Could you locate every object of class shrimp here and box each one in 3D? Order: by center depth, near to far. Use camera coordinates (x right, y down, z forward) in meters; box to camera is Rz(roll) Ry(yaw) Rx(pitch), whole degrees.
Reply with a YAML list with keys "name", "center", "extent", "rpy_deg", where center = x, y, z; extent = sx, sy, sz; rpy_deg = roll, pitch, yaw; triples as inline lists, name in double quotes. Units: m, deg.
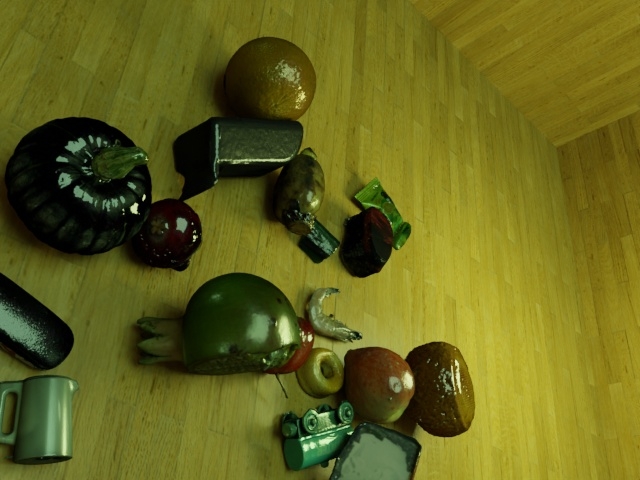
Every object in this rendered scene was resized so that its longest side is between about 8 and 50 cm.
- name: "shrimp"
  center: [0.044, 0.219, 1.872]
  extent: [0.219, 0.046, 0.152]
  rpy_deg: [30, 53, -34]

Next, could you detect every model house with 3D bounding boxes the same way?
- name: "model house"
  center: [0.131, 0.670, 1.641]
  extent: [0.271, 0.190, 0.300]
  rpy_deg: [-57, 154, -47]

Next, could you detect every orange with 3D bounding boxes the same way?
- name: "orange"
  center: [-0.146, -0.456, 1.854]
  extent: [0.274, 0.274, 0.274]
  rpy_deg: [25, 53, -38]

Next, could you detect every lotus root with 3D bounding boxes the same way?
- name: "lotus root"
  center: [-0.064, -0.148, 1.855]
  extent: [0.142, 0.169, 0.314]
  rpy_deg: [16, 53, -14]

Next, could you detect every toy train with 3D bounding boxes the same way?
- name: "toy train"
  center: [0.001, 0.500, 1.638]
  extent: [0.248, 0.101, 0.159]
  rpy_deg: [2, 78, -48]

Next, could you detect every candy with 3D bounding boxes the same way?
- name: "candy"
  center: [0.220, -0.094, 2.218]
  extent: [0.246, 0.069, 0.149]
  rpy_deg: [56, 44, -17]

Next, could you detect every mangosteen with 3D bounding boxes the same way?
- name: "mangosteen"
  center: [-0.346, -0.010, 1.484]
  extent: [0.180, 0.166, 0.166]
  rpy_deg: [37, 40, -67]

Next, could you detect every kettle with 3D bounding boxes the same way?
- name: "kettle"
  center: [-0.514, 0.328, 1.169]
  extent: [0.098, 0.127, 0.147]
  rpy_deg: [58, 21, -64]

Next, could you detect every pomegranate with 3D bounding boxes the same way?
- name: "pomegranate"
  center: [-0.222, 0.180, 1.417]
  extent: [0.359, 0.309, 0.216]
  rpy_deg: [2, 73, -9]

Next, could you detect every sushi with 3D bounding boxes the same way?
- name: "sushi"
  center: [0.150, 0.007, 2.048]
  extent: [0.136, 0.126, 0.225]
  rpy_deg: [34, 42, -30]

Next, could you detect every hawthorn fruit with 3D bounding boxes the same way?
- name: "hawthorn fruit"
  center: [-0.103, 0.283, 1.612]
  extent: [0.163, 0.163, 0.203]
  rpy_deg: [27, 69, -36]

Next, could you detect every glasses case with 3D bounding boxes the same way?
- name: "glasses case"
  center: [-0.584, 0.140, 1.198]
  extent: [0.266, 0.067, 0.103]
  rpy_deg: [46, 44, -22]

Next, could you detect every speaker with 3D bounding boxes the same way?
- name: "speaker"
  center: [-0.215, -0.218, 1.728]
  extent: [0.388, 0.180, 0.184]
  rpy_deg: [-10, 85, -49]

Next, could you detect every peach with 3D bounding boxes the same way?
- name: "peach"
  center: [0.148, 0.393, 1.781]
  extent: [0.233, 0.233, 0.232]
  rpy_deg: [25, 53, -38]

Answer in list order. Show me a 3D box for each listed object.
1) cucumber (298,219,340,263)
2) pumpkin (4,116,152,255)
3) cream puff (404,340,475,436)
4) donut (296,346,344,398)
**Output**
- name: "cucumber"
  center: [0.000, 0.000, 1.930]
  extent: [0.115, 0.062, 0.116]
  rpy_deg: [44, 42, -18]
- name: "pumpkin"
  center: [-0.472, -0.122, 1.303]
  extent: [0.296, 0.296, 0.295]
  rpy_deg: [25, 53, -38]
- name: "cream puff"
  center: [0.341, 0.447, 1.933]
  extent: [0.303, 0.212, 0.302]
  rpy_deg: [-10, 90, -67]
- name: "donut"
  center: [0.005, 0.357, 1.745]
  extent: [0.152, 0.058, 0.151]
  rpy_deg: [27, 51, -40]
